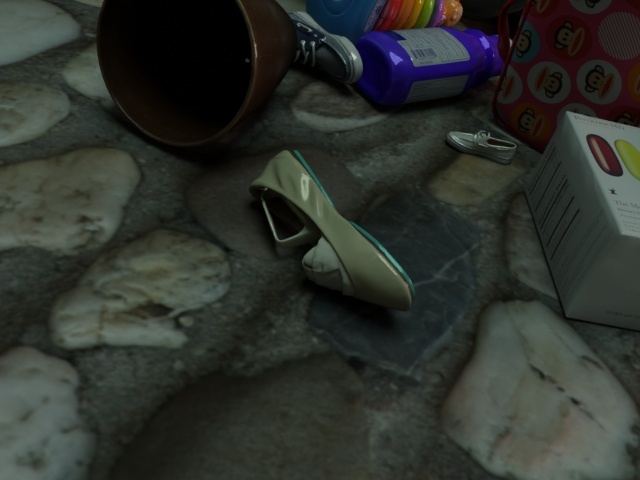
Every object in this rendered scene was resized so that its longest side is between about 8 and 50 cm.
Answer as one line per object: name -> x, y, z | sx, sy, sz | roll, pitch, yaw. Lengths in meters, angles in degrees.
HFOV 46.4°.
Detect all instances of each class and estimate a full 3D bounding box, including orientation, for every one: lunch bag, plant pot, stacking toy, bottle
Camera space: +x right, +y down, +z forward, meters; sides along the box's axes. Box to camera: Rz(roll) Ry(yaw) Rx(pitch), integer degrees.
lunch bag -> 0.366, -0.260, 1.056 | 0.258, 0.293, 0.120 | 35, 47, 19
plant pot -> -0.124, -0.247, 0.953 | 0.215, 0.215, 0.230 | 29, 27, 13
stacking toy -> 0.142, -0.404, 1.271 | 0.301, 0.175, 0.166 | -2, 42, -42
bottle -> 0.185, -0.277, 1.161 | 0.282, 0.092, 0.118 | -15, 50, -33

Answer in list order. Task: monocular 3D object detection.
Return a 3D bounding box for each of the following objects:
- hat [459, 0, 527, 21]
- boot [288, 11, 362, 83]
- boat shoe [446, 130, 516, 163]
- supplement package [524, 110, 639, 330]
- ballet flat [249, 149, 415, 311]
hat -> 0.383, -0.522, 1.455 | 0.134, 0.331, 0.331 | 37, 22, -43
boot -> -0.022, -0.283, 1.123 | 0.086, 0.069, 0.190 | -21, 45, -28
boat shoe -> 0.231, -0.141, 1.067 | 0.100, 0.035, 0.035 | 20, 40, 3
supplement package -> 0.357, -0.027, 0.906 | 0.139, 0.134, 0.244 | 10, 40, -9
ballet flat -> 0.000, 0.000, 0.802 | 0.086, 0.086, 0.248 | -14, 48, -32
